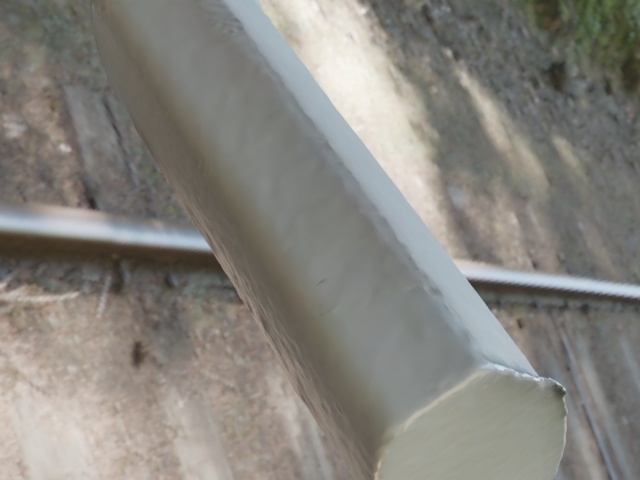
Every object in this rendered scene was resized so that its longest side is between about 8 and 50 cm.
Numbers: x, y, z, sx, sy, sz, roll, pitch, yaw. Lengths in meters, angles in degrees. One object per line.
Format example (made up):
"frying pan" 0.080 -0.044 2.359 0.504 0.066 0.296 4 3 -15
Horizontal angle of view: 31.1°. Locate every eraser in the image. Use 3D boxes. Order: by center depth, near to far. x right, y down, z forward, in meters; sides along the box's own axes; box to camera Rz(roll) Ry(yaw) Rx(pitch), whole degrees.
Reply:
"eraser" 0.000 0.000 0.537 0.270 0.095 0.174 57 -2 31
